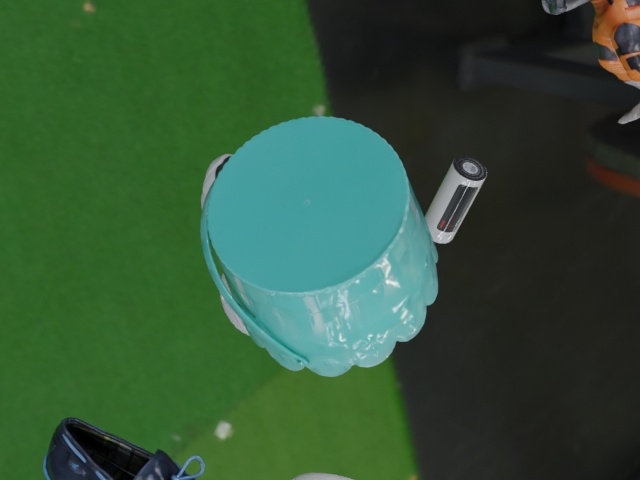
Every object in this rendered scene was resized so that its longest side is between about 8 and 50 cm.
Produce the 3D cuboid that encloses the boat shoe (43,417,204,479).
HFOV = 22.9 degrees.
[{"bbox_3d":[-0.197,0.280,1.773,0.109,0.258,0.089,-58,164,-57],"label":"boat shoe"}]

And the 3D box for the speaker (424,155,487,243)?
[{"bbox_3d":[0.196,-0.060,2.336,0.055,0.055,0.136,-23,150,-40],"label":"speaker"}]

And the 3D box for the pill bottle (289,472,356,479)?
[{"bbox_3d":[-0.005,0.480,2.212,0.162,0.162,0.278,48,47,-45],"label":"pill bottle"}]

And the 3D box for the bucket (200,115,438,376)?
[{"bbox_3d":[0.000,0.000,1.877,0.281,0.281,0.183,-54,153,-19],"label":"bucket"}]

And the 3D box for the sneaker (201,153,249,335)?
[{"bbox_3d":[-0.062,-0.016,2.064,0.101,0.153,0.269,28,42,-48],"label":"sneaker"}]

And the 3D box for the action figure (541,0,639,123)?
[{"bbox_3d":[0.354,-0.303,1.907,0.178,0.341,0.330,-24,102,9],"label":"action figure"}]
